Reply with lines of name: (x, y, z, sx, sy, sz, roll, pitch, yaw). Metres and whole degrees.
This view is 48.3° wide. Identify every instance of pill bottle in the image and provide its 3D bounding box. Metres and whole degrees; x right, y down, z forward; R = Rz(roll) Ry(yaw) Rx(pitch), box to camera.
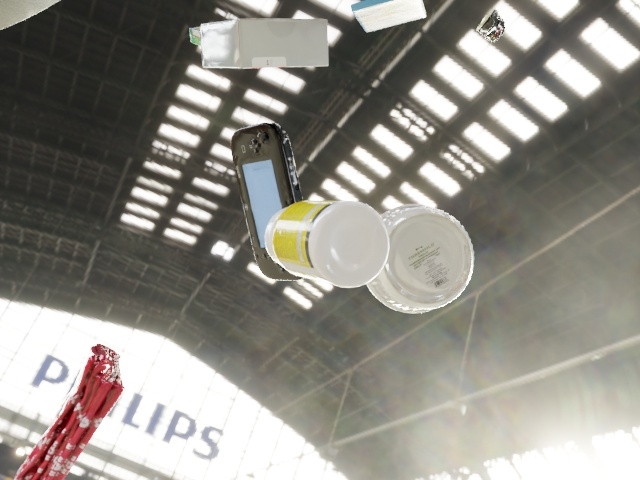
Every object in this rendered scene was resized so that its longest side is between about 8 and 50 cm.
pill bottle: (0.000, 0.000, 1.041, 0.119, 0.119, 0.208, 36, -12, -23)

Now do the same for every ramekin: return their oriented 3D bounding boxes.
ramekin: (0.182, 0.032, 1.308, 0.207, 0.207, 0.109, 24, -5, -7)

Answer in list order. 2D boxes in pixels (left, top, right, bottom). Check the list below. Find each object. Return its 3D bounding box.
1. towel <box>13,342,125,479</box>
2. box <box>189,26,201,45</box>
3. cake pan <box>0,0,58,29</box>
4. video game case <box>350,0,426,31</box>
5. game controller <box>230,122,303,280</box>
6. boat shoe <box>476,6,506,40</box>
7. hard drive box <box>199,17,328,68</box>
towel: (-0.228, 0.196, 0.511, 0.031, 0.274, 0.199, 35, -13, -11)
box: (-0.245, -0.551, 1.904, 0.105, 0.179, 0.043, 32, -50, 48)
cake pan: (-0.353, -0.335, 0.843, 0.293, 0.293, 0.054, 1, -41, 28)
video game case: (0.127, -0.417, 1.297, 0.119, 0.015, 0.166, -11, 1, 13)
game controller: (-0.100, -0.074, 1.434, 0.167, 0.067, 0.318, -5, -79, 41)
boat shoe: (0.304, -0.377, 1.256, 0.042, 0.133, 0.049, 43, -72, 5)
hard drive box: (-0.116, -0.386, 1.404, 0.181, 0.089, 0.232, -8, 15, -24)
